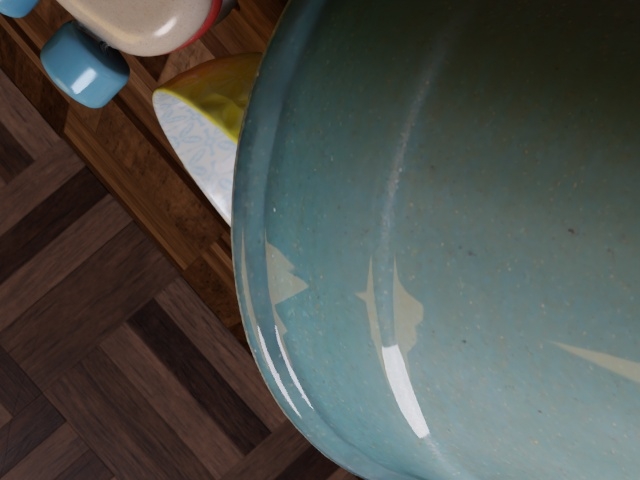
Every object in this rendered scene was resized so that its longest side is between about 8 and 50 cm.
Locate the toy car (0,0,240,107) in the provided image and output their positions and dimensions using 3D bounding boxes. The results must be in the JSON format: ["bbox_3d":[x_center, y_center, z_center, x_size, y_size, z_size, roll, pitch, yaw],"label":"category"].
[{"bbox_3d":[-0.149,-0.254,1.519,0.210,0.219,0.238,47,-164,8],"label":"toy car"}]

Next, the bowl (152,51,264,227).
[{"bbox_3d":[0.003,-0.067,1.524,0.289,0.156,0.289,46,167,14],"label":"bowl"}]

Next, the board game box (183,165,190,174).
[{"bbox_3d":[0.000,0.000,1.891,0.303,0.097,0.224,50,168,-11],"label":"board game box"}]

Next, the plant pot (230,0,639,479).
[{"bbox_3d":[0.195,0.005,0.755,0.334,0.341,0.341,21,151,49],"label":"plant pot"}]
